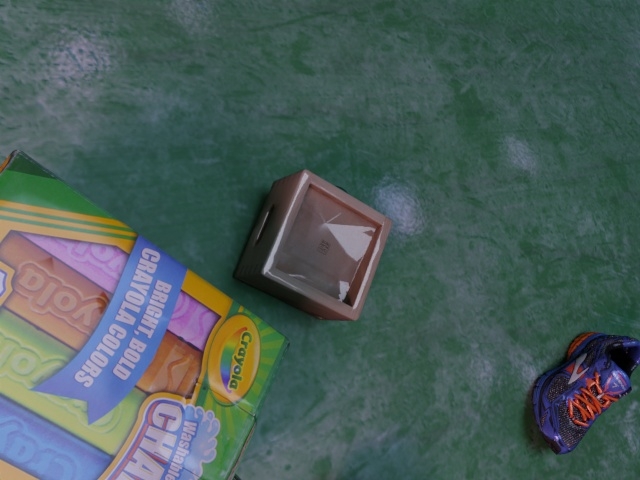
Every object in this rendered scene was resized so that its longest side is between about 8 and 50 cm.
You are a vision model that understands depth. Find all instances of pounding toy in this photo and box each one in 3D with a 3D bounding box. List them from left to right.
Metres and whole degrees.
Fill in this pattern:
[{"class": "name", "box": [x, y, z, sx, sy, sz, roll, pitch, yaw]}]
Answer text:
[{"class": "pounding toy", "box": [0.000, 0.000, 0.672, 0.130, 0.100, 0.141, 29, 72, -24]}]

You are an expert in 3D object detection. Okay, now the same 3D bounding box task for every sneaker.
[{"class": "sneaker", "box": [0.344, 0.184, 0.842, 0.221, 0.087, 0.083, -41, 99, -36]}]

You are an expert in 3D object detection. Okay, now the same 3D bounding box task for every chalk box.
[{"class": "chalk box", "box": [-0.154, 0.113, 0.467, 0.289, 0.180, 0.179, 38, 58, -20]}]
